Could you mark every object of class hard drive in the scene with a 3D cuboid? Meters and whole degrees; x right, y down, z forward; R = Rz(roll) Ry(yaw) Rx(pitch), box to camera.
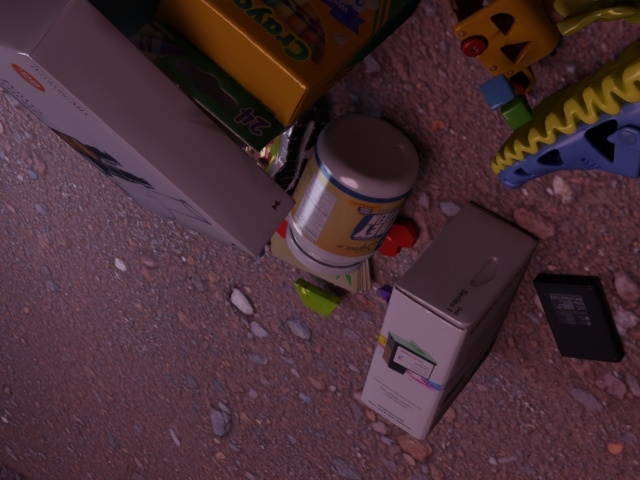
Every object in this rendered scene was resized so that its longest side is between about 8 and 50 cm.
[{"bbox_3d":[0.353,0.107,1.651,0.094,0.022,0.135,2,127,43],"label":"hard drive"}]

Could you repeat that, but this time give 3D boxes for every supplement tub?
[{"bbox_3d":[0.039,-0.060,1.666,0.144,0.144,0.199,36,136,11],"label":"supplement tub"}]

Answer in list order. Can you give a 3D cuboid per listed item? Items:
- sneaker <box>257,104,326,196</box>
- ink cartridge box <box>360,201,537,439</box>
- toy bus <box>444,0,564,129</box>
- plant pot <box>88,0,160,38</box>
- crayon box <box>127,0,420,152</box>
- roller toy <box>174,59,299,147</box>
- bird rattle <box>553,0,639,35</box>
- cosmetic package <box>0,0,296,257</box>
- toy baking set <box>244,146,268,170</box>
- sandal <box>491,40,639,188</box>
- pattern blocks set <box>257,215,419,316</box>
[{"bbox_3d":[-0.059,-0.138,1.761,0.094,0.081,0.208,52,135,27],"label":"sneaker"},{"bbox_3d":[0.174,0.114,1.678,0.117,0.201,0.278,32,143,16],"label":"ink cartridge box"},{"bbox_3d":[0.218,-0.241,1.358,0.104,0.202,0.191,-29,98,22],"label":"toy bus"},{"bbox_3d":[-0.342,-0.387,1.597,0.341,0.341,0.334,31,150,18],"label":"plant pot"},{"bbox_3d":[-0.040,-0.270,1.397,0.203,0.323,0.083,40,144,5],"label":"crayon box"},{"bbox_3d":[-0.115,-0.221,1.629,0.191,0.209,0.146,-7,133,0],"label":"roller toy"},{"bbox_3d":[0.331,-0.301,1.174,0.253,0.143,0.207,-26,84,52],"label":"bird rattle"},{"bbox_3d":[-0.241,-0.147,1.435,0.284,0.097,0.377,18,159,51],"label":"cosmetic package"},{"bbox_3d":[-0.133,-0.131,1.801,0.256,0.030,0.196,121,140,-50],"label":"toy baking set"},{"bbox_3d":[0.322,-0.118,1.376,0.138,0.126,0.317,47,146,-10],"label":"sandal"},{"bbox_3d":[0.000,0.000,1.877,0.325,0.026,0.285,30,137,21],"label":"pattern blocks set"}]
